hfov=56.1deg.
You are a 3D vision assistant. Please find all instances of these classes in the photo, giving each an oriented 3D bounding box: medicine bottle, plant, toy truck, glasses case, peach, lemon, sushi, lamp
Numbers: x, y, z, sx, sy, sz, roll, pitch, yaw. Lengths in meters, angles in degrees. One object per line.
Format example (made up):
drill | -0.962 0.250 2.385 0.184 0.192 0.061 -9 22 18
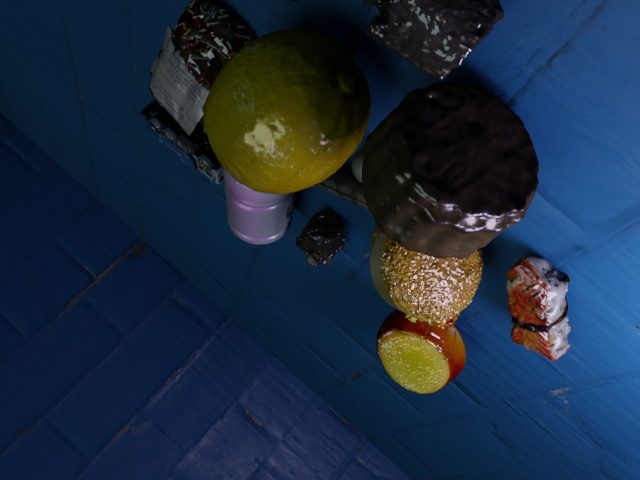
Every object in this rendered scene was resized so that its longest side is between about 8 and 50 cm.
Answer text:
medicine bottle | -0.183 -0.150 1.809 0.212 0.212 0.325 35 154 15
plant | 0.000 0.000 1.871 0.142 0.131 0.203 32 154 14
plant | 0.142 -0.428 0.983 0.321 0.181 0.194 41 154 -7
toy truck | -0.417 -0.335 1.940 0.367 0.146 0.175 39 161 15
glasses case | 0.072 -0.137 1.554 0.299 0.114 0.060 29 112 44
peach | 0.289 0.309 1.812 0.274 0.249 0.245 48 -167 -23
lemon | -0.049 -0.288 1.289 0.364 0.364 0.364 33 152 20
sushi | 0.518 0.162 1.416 0.124 0.130 0.332 24 143 42
lamp | 0.127 -0.181 1.455 0.105 0.105 0.105 33 152 20

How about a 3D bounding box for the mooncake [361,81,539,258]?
mooncake | 0.243 -0.137 1.125 0.324 0.324 0.187 42 153 2

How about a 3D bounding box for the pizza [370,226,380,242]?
pizza | 0.204 0.000 1.677 0.161 0.062 0.182 5 141 42

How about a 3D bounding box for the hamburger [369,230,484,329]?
hamburger | 0.262 0.057 1.442 0.294 0.276 0.179 40 164 -25

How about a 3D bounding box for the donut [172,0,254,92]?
donut | -0.270 -0.485 1.552 0.270 0.103 0.269 34 152 21

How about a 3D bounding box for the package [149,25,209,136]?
package | -0.419 -0.458 1.754 0.250 0.062 0.204 57 138 9

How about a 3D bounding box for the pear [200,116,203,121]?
pear | -0.368 -0.405 1.833 0.092 0.092 0.097 49 -165 -12
